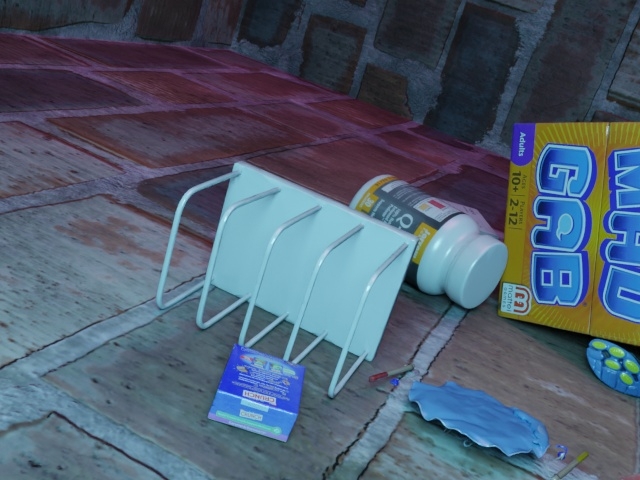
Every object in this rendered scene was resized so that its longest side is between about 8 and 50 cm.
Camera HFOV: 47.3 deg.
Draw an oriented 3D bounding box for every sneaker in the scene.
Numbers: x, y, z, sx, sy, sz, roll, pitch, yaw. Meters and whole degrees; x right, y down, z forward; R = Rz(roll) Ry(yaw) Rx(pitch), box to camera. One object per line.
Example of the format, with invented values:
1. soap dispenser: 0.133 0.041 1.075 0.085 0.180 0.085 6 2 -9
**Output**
1. sneaker: 0.526 0.223 1.209 0.188 0.067 0.078 27 12 8

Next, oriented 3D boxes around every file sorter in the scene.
1. file sorter: -0.050 0.047 0.956 0.278 0.193 0.173 24 23 16

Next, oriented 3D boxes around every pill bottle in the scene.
1. pill bottle: 0.190 0.001 1.342 0.278 0.162 0.162 33 23 36

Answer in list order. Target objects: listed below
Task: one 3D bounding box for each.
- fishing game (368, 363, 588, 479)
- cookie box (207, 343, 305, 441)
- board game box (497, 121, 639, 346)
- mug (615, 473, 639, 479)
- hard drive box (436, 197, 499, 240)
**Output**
1. fishing game: 0.196 0.227 0.921 0.264 0.041 0.189 23 11 28
2. cookie box: -0.069 0.169 0.823 0.092 0.040 0.107 18 19 -2
3. board game box: 0.580 -0.021 1.327 0.356 0.356 0.356 9 8 44
4. mug: 0.332 0.321 0.682 0.150 0.113 0.169 22 22 14
5. hard drive box: 0.244 -0.031 1.590 0.232 0.089 0.181 16 19 -10
